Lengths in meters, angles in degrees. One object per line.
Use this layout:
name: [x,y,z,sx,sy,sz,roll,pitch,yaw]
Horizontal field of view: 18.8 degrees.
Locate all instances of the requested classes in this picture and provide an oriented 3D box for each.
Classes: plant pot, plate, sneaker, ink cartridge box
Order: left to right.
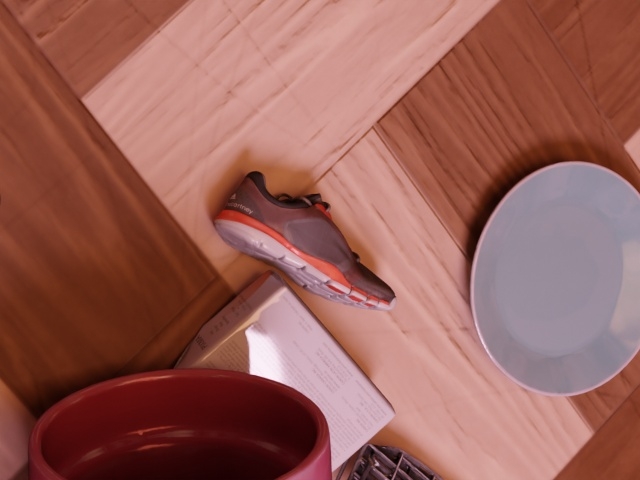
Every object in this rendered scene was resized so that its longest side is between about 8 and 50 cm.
plant pot: [-0.091,0.206,1.292,0.201,0.201,0.180,-12,114,-28]
ink cartridge box: [-0.055,0.132,1.411,0.179,0.045,0.145,-40,115,0]
sneaker: [0.000,0.000,1.406,0.158,0.061,0.065,31,74,-29]
plate: [0.192,0.030,1.535,0.188,0.024,0.188,-4,99,-29]

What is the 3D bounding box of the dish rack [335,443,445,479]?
dish rack: [0.034,0.296,1.438,0.208,0.074,0.271,43,57,-26]
